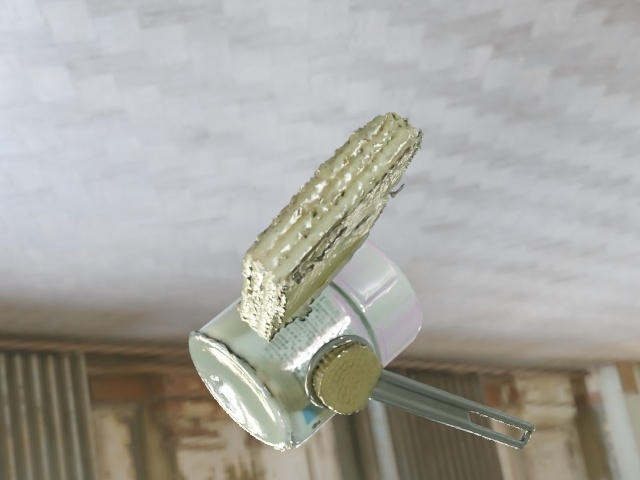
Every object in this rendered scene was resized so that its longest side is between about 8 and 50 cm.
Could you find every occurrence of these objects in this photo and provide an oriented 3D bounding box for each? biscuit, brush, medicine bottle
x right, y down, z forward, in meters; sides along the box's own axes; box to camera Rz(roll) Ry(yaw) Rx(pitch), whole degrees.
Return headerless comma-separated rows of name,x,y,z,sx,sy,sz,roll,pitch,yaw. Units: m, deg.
biscuit,0.000,0.000,0.926,0.147,0.046,0.250,-48,174,-14
brush,0.093,0.132,1.027,0.266,0.062,0.027,22,-172,-39
medicine bottle,-0.010,0.083,1.115,0.168,0.135,0.135,-40,174,-24
